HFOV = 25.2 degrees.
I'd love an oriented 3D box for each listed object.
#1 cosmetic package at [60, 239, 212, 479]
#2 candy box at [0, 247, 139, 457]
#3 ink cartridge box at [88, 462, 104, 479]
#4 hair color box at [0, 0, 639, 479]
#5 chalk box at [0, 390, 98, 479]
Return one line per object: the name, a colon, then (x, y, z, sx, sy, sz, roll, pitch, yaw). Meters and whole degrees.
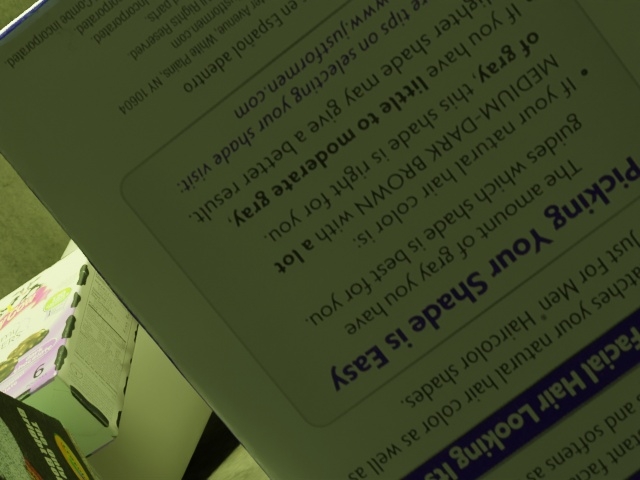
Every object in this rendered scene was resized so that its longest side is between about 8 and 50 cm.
cosmetic package: (-0.170, 0.071, 1.323, 0.197, 0.155, 0.365, -21, 41, 58)
candy box: (-0.225, 0.109, 1.083, 0.165, 0.070, 0.196, -33, 24, 16)
ink cartridge box: (-0.264, 0.283, 1.096, 0.211, 0.121, 0.289, -43, 11, -27)
hair color box: (0.065, 0.019, 0.474, 0.185, 0.339, 0.110, -37, 8, 7)
chalk box: (-0.208, 0.208, 0.831, 0.179, 0.180, 0.289, -34, -21, -2)
